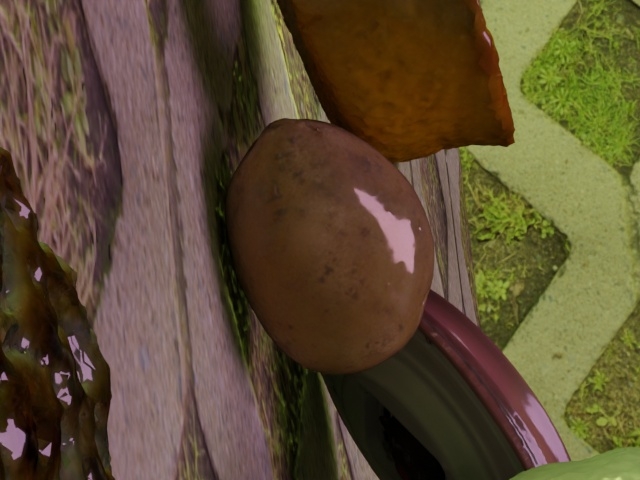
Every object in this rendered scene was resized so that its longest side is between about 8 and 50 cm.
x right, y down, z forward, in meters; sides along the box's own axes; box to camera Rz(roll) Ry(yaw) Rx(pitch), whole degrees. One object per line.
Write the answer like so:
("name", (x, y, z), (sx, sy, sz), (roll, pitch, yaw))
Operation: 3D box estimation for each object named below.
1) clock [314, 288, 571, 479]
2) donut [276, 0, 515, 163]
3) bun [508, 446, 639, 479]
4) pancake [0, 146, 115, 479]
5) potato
("clock", (0.072, 0.125, 1.180), (0.244, 0.056, 0.244), (43, -25, 26))
("donut", (0.016, -0.178, 1.097), (0.303, 0.110, 0.303), (-22, 90, -88))
("bun", (0.125, 0.252, 0.994), (0.211, 0.362, 0.362), (44, -17, 37))
("pancake", (-0.091, 0.071, 0.532), (0.305, 0.067, 0.426), (-83, 161, -64))
("potato", (0.000, 0.003, 1.025), (0.112, 0.112, 0.147), (-37, 110, -80))
